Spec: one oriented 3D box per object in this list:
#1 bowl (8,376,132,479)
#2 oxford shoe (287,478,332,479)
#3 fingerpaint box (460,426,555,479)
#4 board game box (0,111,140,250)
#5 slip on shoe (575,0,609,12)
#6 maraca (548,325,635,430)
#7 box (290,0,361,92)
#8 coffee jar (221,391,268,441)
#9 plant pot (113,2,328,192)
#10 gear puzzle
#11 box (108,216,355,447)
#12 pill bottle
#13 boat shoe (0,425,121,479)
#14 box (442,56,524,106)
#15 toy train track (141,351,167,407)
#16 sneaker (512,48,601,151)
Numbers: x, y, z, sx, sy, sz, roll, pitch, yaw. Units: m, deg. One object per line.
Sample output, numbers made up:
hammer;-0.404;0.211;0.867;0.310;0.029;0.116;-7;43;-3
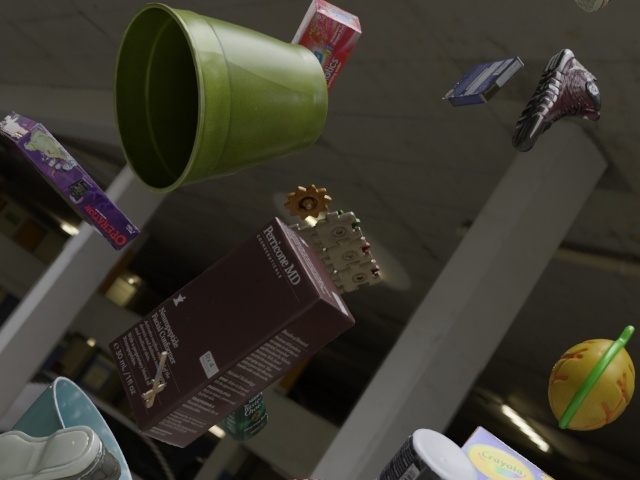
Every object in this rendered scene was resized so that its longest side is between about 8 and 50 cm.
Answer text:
bowl;-0.533;0.457;1.822;0.311;0.163;0.311;59;-3;5
oxford shoe;-0.024;0.460;1.395;0.123;0.130;0.348;11;-30;-14
fingerpaint box;0.371;0.610;1.556;0.445;0.163;0.371;34;-47;21
board game box;-0.398;-0.100;1.353;0.208;0.056;0.347;55;-14;-23
slip on shoe;0.487;-0.490;1.424;0.123;0.101;0.331;58;-4;15
maraca;0.357;0.177;1.138;0.099;0.186;0.127;37;-52;19
box;-0.014;-0.457;2.205;0.128;0.257;0.122;23;29;-16
coffee jar;-0.162;0.326;1.822;0.079;0.096;0.184;35;-37;34
plant pot;-0.187;-0.293;1.822;0.353;0.366;0.366;-8;16;-37
gear puzzle;0.000;0.000;1.723;0.339;0.176;0.044;64;11;-50
box;-0.155;0.160;1.488;0.143;0.381;0.191;43;12;-54
pill bottle;0.135;0.436;1.433;0.130;0.245;0.130;30;20;-12
boat shoe;-0.451;0.366;1.407;0.305;0.109;0.091;-13;-49;30
box;0.409;-0.400;2.239;0.036;0.136;0.225;47;-9;-17
toy train track;-0.228;0.189;1.205;0.014;0.083;0.048;23;15;16
sneaker;0.566;-0.295;2.035;0.162;0.281;0.106;32;-15;-10
